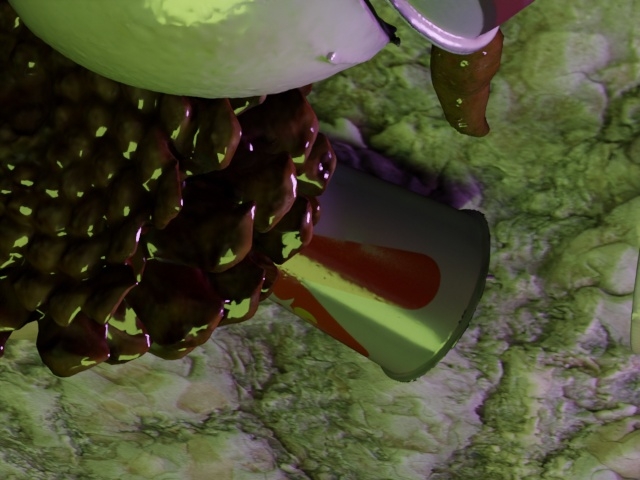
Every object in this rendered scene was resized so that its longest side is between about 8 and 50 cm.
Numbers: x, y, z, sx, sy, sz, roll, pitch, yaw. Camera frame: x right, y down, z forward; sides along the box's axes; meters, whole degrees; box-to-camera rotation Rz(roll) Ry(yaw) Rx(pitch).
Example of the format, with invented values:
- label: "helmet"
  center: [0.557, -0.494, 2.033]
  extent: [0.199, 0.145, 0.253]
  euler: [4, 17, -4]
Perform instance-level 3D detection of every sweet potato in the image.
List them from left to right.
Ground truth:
- label: "sweet potato"
  center: [0.122, -0.170, 1.364]
  extent: [0.067, 0.067, 0.274]
  euler: [2, 148, 10]

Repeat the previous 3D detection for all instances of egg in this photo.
- label: "egg"
  center: [-0.113, -0.204, 1.017]
  extent: [0.201, 0.337, 0.337]
  euler: [-38, 141, 6]

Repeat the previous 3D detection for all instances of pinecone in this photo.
- label: "pinecone"
  center: [-0.148, -0.068, 1.338]
  extent: [0.384, 0.385, 0.384]
  euler: [5, 153, 3]

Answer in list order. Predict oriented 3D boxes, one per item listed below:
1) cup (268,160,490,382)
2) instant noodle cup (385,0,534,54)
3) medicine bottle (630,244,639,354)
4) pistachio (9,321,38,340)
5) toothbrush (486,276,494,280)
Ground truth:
- label: "cup"
  center: [0.000, 0.000, 1.611]
  extent: [0.288, 0.203, 0.203]
  euler: [27, 148, -22]
- label: "instant noodle cup"
  center: [0.117, -0.260, 1.022]
  extent: [0.178, 0.235, 0.234]
  euler: [-25, 141, 31]
- label: "medicine bottle"
  center: [0.458, 0.027, 1.462]
  extent: [0.324, 0.256, 0.256]
  euler: [10, 155, 16]
- label: "pistachio"
  center: [-0.321, 0.016, 1.689]
  extent: [0.318, 0.214, 0.194]
  euler: [12, 116, -21]
- label: "toothbrush"
  center: [0.150, 0.040, 1.832]
  extent: [0.097, 0.008, 0.006]
  euler: [4, 154, 2]
